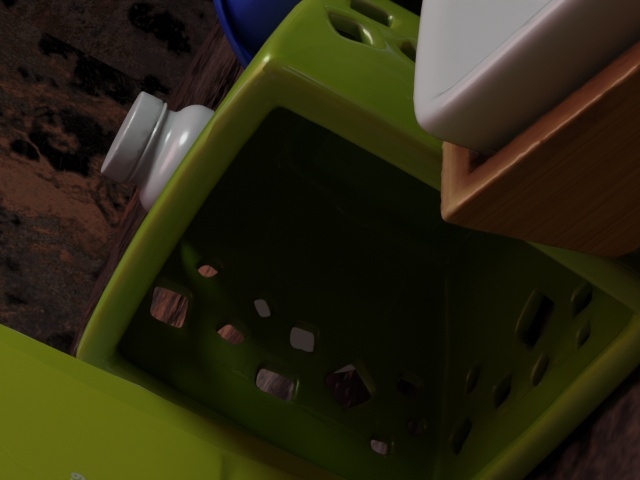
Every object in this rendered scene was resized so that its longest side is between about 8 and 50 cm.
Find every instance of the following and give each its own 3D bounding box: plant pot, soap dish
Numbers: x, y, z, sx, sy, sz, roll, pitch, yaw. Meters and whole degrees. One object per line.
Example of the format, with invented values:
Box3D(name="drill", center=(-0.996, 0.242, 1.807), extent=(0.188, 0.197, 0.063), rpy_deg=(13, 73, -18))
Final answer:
Box3D(name="plant pot", center=(0.037, -0.011, 0.718), extent=(0.228, 0.227, 0.207), rpy_deg=(-53, 11, 38))
Box3D(name="soap dish", center=(0.173, -0.141, 0.551), extent=(0.291, 0.118, 0.229), rpy_deg=(-39, 24, 31))

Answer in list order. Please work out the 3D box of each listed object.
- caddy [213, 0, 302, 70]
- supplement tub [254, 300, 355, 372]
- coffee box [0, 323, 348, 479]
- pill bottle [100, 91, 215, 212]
Box3D(name="caddy", center=(0.078, -0.218, 0.889), extent=(0.341, 0.241, 0.179), rpy_deg=(-58, 17, -21))
Box3D(name="supplement tub", center=(0.000, 0.000, 0.998), extent=(0.144, 0.144, 0.199), rpy_deg=(-59, 14, 16))
Box3D(name="coffee box", center=(-0.148, 0.278, 0.584), extent=(0.334, 0.338, 0.337), rpy_deg=(-56, 15, 26))
Box3D(name="pill bottle", center=(-0.101, -0.058, 1.347), extent=(0.121, 0.216, 0.121), rpy_deg=(-58, 13, 23))
